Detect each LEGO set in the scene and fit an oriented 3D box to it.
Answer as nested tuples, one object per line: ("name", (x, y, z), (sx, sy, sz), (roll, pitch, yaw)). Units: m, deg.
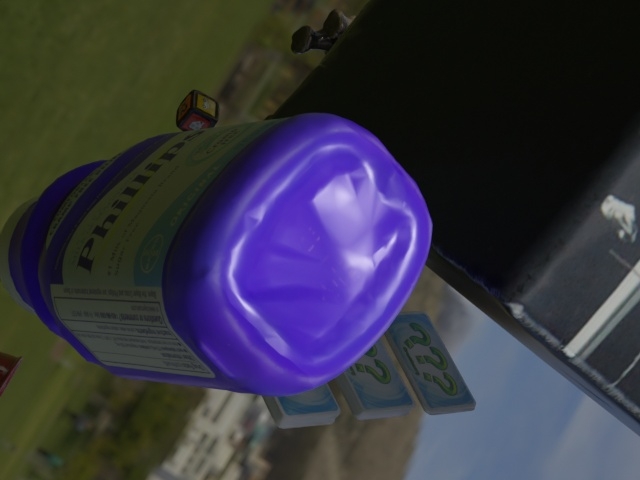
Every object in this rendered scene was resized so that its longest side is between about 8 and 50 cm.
("LEGO set", (0.000, 0.000, 1.185), (0.182, 0.244, 0.060), (1, 143, -45))

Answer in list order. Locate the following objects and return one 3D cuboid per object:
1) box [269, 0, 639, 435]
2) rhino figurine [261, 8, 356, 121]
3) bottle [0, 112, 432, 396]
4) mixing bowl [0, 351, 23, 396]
("box", (0.322, -0.074, 0.994), (0.472, 0.480, 0.297), (-51, -150, 2))
("rhino figurine", (0.001, -0.103, 1.808), (0.073, 0.106, 0.243), (32, -76, 46))
("bottle", (-0.067, 0.006, 0.844), (0.118, 0.092, 0.283), (-50, -157, -20))
("mixing bowl", (-0.326, 0.147, 1.486), (0.181, 0.098, 0.181), (-59, -175, 9))
